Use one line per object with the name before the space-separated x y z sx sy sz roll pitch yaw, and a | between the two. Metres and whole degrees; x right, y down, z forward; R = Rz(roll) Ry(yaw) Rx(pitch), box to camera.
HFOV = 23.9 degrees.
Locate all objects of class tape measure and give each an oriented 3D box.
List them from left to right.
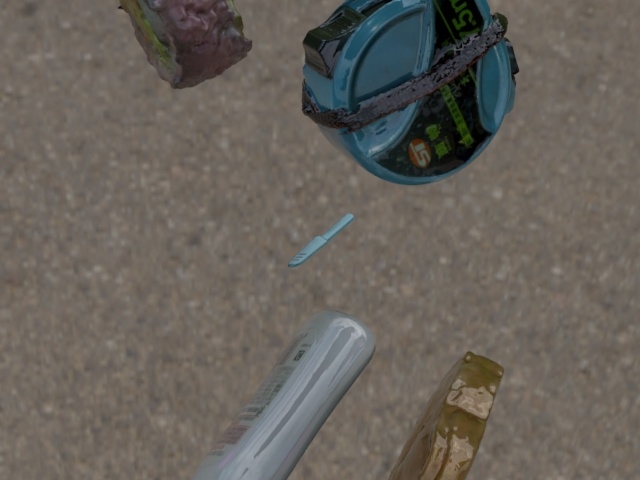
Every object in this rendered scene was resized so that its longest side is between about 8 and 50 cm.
tape measure | 0.060 -0.101 0.957 0.146 0.125 0.081 -32 30 -10

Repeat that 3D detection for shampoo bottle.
shampoo bottle | -0.045 0.146 1.036 0.051 0.108 0.221 40 71 -9

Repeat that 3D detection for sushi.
sushi | -0.146 -0.243 1.403 0.107 0.161 0.241 -29 48 -12

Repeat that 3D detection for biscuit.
biscuit | 0.067 0.220 1.190 0.051 0.269 0.376 23 24 5

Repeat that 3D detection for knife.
knife | 0.000 0.000 1.385 0.014 0.005 0.091 23 47 31
